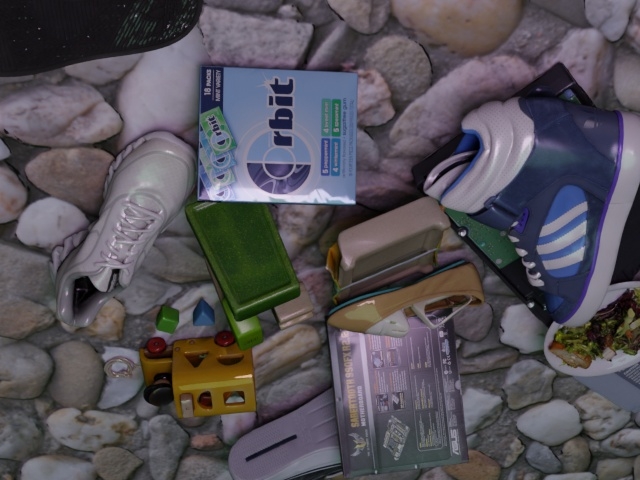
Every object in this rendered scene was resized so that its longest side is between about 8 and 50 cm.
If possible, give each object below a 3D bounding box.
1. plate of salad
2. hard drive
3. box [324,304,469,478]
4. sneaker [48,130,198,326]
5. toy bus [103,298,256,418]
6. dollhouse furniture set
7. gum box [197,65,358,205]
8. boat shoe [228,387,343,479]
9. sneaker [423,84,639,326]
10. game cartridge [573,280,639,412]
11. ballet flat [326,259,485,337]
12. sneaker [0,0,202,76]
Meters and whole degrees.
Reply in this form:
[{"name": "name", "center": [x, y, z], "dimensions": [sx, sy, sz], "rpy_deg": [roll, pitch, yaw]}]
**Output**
[{"name": "plate of salad", "center": [0.419, 0.136, 1.311], "dimensions": [0.200, 0.048, 0.199], "rpy_deg": [-6, 131, -6]}, {"name": "hard drive", "center": [0.311, -0.045, 1.219], "dimensions": [0.237, 0.064, 0.339], "rpy_deg": [-37, 124, 19]}, {"name": "box", "center": [0.109, 0.214, 1.320], "dimensions": [0.183, 0.056, 0.231], "rpy_deg": [-7, 91, -2]}, {"name": "sneaker", "center": [-0.244, -0.007, 1.143], "dimensions": [0.110, 0.118, 0.292], "rpy_deg": [27, 118, -23]}, {"name": "toy bus", "center": [-0.185, 0.203, 1.318], "dimensions": [0.191, 0.104, 0.202], "rpy_deg": [34, 116, -28]}, {"name": "dollhouse furniture set", "center": [0.000, 0.000, 1.195], "dimensions": [0.302, 0.151, 0.197], "rpy_deg": [-22, 161, -9]}, {"name": "gum box", "center": [-0.050, -0.121, 1.074], "dimensions": [0.184, 0.041, 0.157], "rpy_deg": [2, 89, -8]}, {"name": "boat shoe", "center": [0.022, 0.303, 1.432], "dimensions": [0.335, 0.121, 0.119], "rpy_deg": [-20, 150, 7]}, {"name": "sneaker", "center": [0.238, -0.033, 1.115], "dimensions": [0.236, 0.130, 0.322], "rpy_deg": [5, 132, 1]}, {"name": "game cartridge", "center": [0.531, 0.135, 1.395], "dimensions": [0.198, 0.062, 0.297], "rpy_deg": [34, 117, -23]}, {"name": "ballet flat", "center": [0.123, 0.091, 1.243], "dimensions": [0.232, 0.073, 0.080], "rpy_deg": [-19, 162, -18]}, {"name": "sneaker", "center": [-0.285, -0.260, 0.901], "dimensions": [0.296, 0.178, 0.123], "rpy_deg": [-13, 134, -36]}]
